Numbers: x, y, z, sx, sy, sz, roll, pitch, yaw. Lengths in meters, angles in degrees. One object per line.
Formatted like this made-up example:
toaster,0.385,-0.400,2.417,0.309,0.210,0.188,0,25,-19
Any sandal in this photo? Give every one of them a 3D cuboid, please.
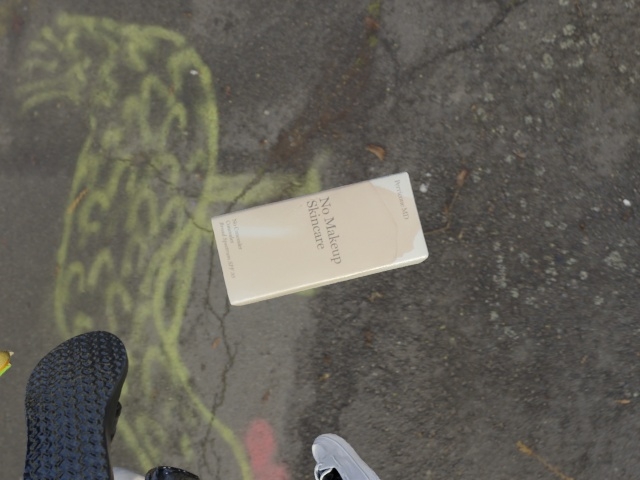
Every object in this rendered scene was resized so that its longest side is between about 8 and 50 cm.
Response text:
sandal,-0.414,0.322,1.138,0.445,0.168,0.106,-107,15,-56

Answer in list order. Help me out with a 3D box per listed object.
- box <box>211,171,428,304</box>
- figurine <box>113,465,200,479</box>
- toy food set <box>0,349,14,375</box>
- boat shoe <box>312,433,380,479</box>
box,0.000,0.000,1.079,0.311,0.121,0.147,-15,84,0
figurine,-0.331,0.512,1.191,0.215,0.092,0.209,-12,52,32
toy food set,-0.548,0.214,1.053,0.132,0.192,0.038,-39,82,-13
boat shoe,0.026,0.366,1.065,0.184,0.063,0.066,34,124,55
